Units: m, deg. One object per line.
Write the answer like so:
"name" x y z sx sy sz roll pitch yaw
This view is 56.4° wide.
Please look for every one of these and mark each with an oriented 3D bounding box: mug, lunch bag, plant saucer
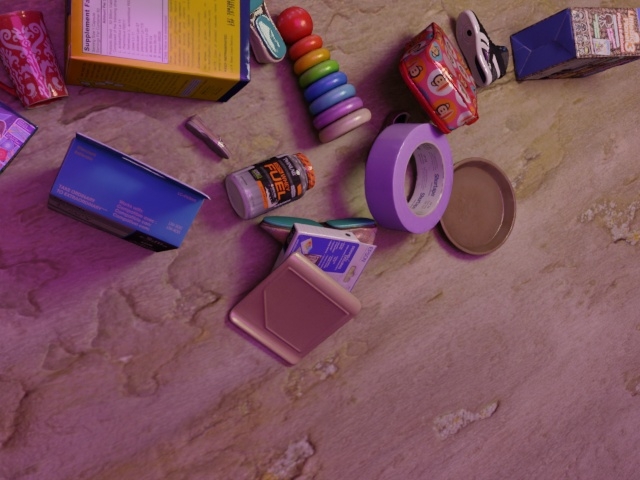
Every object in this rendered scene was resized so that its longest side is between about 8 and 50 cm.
"mug" -0.596 -0.355 1.207 0.113 0.150 0.169 -38 112 -58
"lunch bag" 0.320 -0.406 1.533 0.258 0.120 0.293 48 31 -17
"plant saucer" 0.437 -0.096 1.693 0.278 0.041 0.277 1 89 -25

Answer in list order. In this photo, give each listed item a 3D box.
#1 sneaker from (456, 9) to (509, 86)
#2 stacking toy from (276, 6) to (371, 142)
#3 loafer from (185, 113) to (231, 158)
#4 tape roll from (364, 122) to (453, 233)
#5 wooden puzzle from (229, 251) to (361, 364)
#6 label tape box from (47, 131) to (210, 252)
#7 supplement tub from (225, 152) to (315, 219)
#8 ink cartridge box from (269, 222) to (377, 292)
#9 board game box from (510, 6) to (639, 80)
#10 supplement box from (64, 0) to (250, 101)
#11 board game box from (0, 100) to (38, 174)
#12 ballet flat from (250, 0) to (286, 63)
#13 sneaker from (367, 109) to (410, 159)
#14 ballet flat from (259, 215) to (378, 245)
"sneaker" 0.469 -0.561 1.706 0.121 0.079 0.216 -30 109 -26
"stacking toy" -0.009 -0.411 1.454 0.141 0.141 0.330 -31 97 -22
"loafer" -0.251 -0.242 1.380 0.125 0.045 0.039 40 67 -16
"tape roll" 0.229 -0.158 1.513 0.275 0.090 0.274 -14 109 -46
"wooden puzzle" -0.060 0.161 1.406 0.221 0.044 0.239 39 109 -20
"label tape box" -0.379 -0.075 1.147 0.249 0.348 0.115 26 78 -22
"supplement tub" -0.115 -0.132 1.398 0.190 0.117 0.117 -26 99 -23
"ink cartridge box" -0.002 0.061 1.418 0.208 0.045 0.206 11 126 -24
"board game box" 0.753 -0.571 1.747 0.291 0.232 0.141 -10 92 -25
"supplement box" -0.344 -0.424 1.258 0.357 0.195 0.194 1 88 -25
"board game box" -0.691 -0.235 1.181 0.201 0.035 0.136 38 74 -19
"ballet flat" -0.163 -0.526 1.385 0.086 0.086 0.248 -36 120 -21
"sneaker" 0.180 -0.259 1.562 0.066 0.071 0.188 23 79 -23
"ballet flat" 0.000 0.000 1.459 0.316 0.107 0.106 1 107 -24
